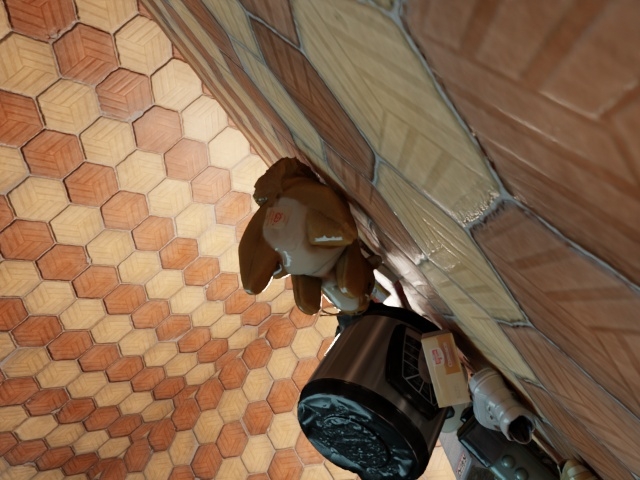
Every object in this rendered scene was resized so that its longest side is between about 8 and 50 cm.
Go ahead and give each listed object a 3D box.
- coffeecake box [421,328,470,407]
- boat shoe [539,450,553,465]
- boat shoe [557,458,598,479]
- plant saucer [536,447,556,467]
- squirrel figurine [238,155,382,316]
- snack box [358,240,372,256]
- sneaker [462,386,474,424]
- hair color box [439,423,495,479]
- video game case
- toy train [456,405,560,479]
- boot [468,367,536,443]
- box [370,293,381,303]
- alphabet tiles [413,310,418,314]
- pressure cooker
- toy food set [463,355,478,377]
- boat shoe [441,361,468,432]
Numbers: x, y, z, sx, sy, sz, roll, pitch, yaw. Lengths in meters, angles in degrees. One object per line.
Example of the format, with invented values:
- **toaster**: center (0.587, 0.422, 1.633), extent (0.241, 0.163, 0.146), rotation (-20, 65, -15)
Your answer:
- **coffeecake box**: center (0.273, 0.274, 1.124), extent (0.185, 0.068, 0.142), rotation (29, -133, -76)
- **boat shoe**: center (0.585, 0.623, 1.369), extent (0.335, 0.121, 0.119), rotation (38, 131, 38)
- **boat shoe**: center (0.486, 0.454, 0.975), extent (0.190, 0.068, 0.072), rotation (69, 176, -54)
- **plant saucer**: center (0.677, 0.692, 1.516), extent (0.278, 0.041, 0.278), rotation (49, 178, 3)
- **squirrel figurine**: center (0.000, 0.000, 1.248), extent (0.370, 0.281, 0.397), rotation (36, -157, -47)
- **snack box**: center (0.161, 0.071, 1.523), extent (0.178, 0.022, 0.064), rotation (50, 176, -12)
- **sneaker**: center (0.504, 0.525, 1.682), extent (0.087, 0.092, 0.228), rotation (9, -169, 10)
- **hair color box**: center (0.495, 0.643, 1.652), extent (0.185, 0.114, 0.374), rotation (13, -166, -7)
- **video game case**: center (0.187, 0.135, 1.507), extent (0.204, 0.025, 0.285), rotation (40, 168, 40)
- **toy train**: center (0.470, 0.538, 1.222), extent (0.334, 0.142, 0.190), rotation (44, -175, 22)
- **boot**: center (0.384, 0.372, 1.056), extent (0.258, 0.095, 0.123), rotation (53, -176, -44)
- **box**: center (0.122, 0.111, 1.740), extent (0.257, 0.122, 0.128), rotation (50, 177, -12)
- **alphabet tiles**: center (0.359, 0.302, 1.725), extent (0.237, 0.009, 0.198), rotation (50, 179, -24)
- **pressure cooker**: center (0.174, 0.382, 1.389), extent (0.375, 0.420, 0.370), rotation (12, 128, 27)
- **toy food set**: center (0.424, 0.384, 1.278), extent (0.132, 0.038, 0.192), rotation (50, 178, -24)
- **boat shoe**: center (0.396, 0.474, 1.568), extent (0.079, 0.095, 0.255), rotation (-91, -1, -69)
